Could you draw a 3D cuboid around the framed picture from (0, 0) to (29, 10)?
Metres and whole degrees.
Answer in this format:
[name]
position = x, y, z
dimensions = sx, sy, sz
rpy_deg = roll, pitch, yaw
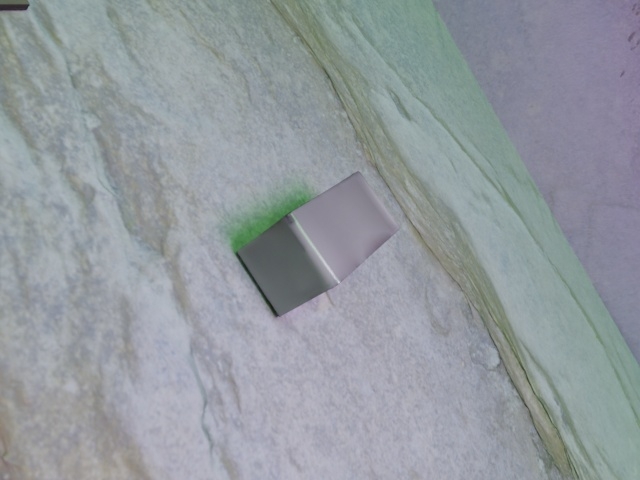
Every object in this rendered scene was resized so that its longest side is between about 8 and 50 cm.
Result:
[framed picture]
position = -0.538, -0.386, 0.766
dimensions = 0.203, 0.015, 0.150
rpy_deg = -30, 89, -50

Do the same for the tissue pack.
[tissue pack]
position = 0.001, -0.001, 0.972
dimensions = 0.136, 0.159, 0.246
rpy_deg = 55, 41, -2
